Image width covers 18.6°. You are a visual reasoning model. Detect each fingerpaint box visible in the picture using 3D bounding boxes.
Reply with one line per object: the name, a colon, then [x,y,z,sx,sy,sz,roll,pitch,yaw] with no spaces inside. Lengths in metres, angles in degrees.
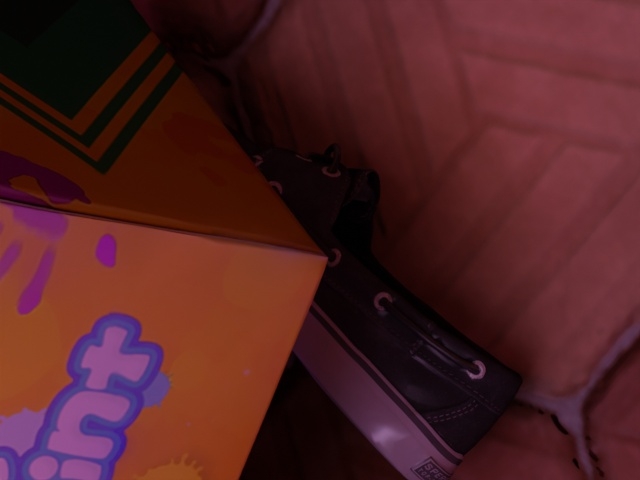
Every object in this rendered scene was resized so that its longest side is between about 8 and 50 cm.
fingerpaint box: [-0.199,0.098,0.838,0.371,0.163,0.444,52,126,54]

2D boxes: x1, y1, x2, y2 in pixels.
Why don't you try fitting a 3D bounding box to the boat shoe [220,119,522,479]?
boat shoe: [0.000,0.000,0.842,0.076,0.080,0.228,-42,67,6]
